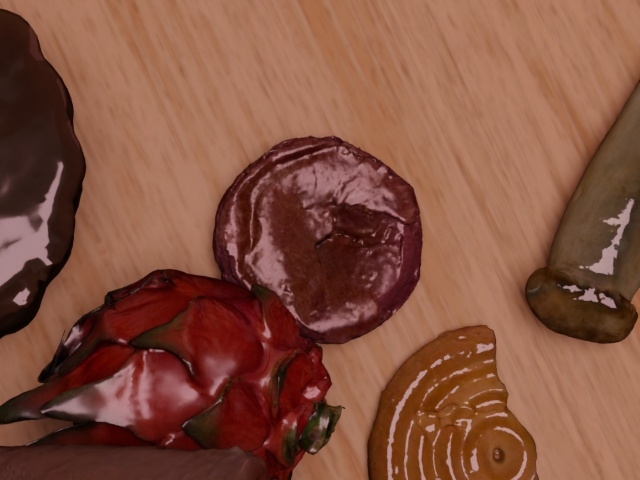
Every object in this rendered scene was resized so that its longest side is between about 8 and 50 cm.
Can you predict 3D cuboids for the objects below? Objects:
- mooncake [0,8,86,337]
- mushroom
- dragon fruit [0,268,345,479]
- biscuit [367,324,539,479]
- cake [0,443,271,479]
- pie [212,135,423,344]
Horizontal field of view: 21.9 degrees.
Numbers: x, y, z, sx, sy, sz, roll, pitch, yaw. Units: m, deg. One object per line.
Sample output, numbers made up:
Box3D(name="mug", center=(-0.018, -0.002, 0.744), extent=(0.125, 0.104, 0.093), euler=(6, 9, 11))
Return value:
Box3D(name="mooncake", center=(-0.339, -0.044, 1.280), extent=(0.324, 0.187, 0.324), euler=(1, 83, -8))
Box3D(name="mushroom", center=(0.280, -0.052, 1.423), extent=(0.100, 0.081, 0.312), euler=(32, 77, -7))
Box3D(name="dragon fruit", center=(-0.117, 0.121, 1.297), extent=(0.274, 0.192, 0.193), euler=(1, 64, 0))
Box3D(name="biscuit", center=(0.112, 0.190, 1.399), extent=(0.144, 0.033, 0.224), euler=(-11, 86, -9))
Box3D(name="cake", center=(-0.135, 0.306, 1.132), extent=(0.230, 0.237, 0.309), euler=(-5, 56, 20))
Box3D(name="pie", center=(0.000, 0.000, 1.391), extent=(0.182, 0.049, 0.182), euler=(2, 81, -11))
